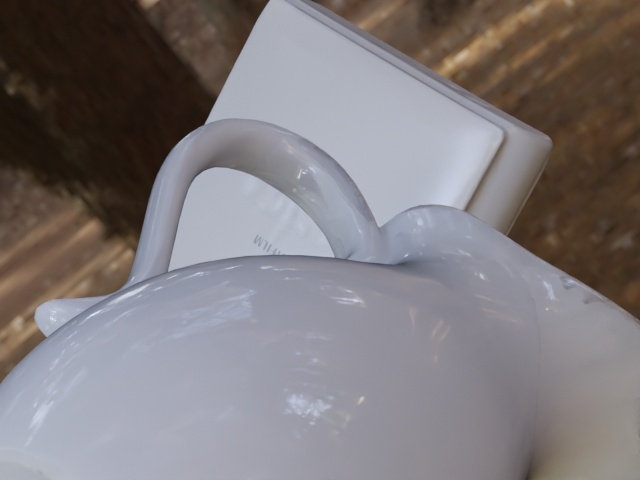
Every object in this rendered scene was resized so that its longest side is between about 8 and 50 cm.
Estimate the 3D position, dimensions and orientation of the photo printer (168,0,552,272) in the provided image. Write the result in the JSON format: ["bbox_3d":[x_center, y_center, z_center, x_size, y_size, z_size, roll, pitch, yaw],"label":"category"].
[{"bbox_3d":[0.000,0.000,1.241,0.107,0.256,0.307,9,-67,-58],"label":"photo printer"}]

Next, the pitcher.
[{"bbox_3d":[-0.018,0.043,0.451,0.207,0.178,0.125,-25,-31,-49],"label":"pitcher"}]
